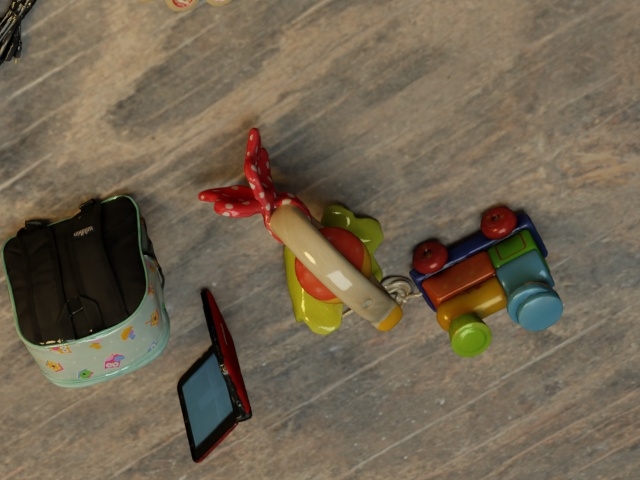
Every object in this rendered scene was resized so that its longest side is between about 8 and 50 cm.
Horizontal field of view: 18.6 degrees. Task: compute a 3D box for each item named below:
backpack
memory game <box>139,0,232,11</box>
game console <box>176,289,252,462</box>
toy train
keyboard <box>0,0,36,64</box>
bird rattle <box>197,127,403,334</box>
[{"bbox_3d":[-0.241,0.068,2.054,0.165,0.188,0.144,-18,129,-1],"label":"backpack"},{"bbox_3d":[-0.127,-0.304,1.911,0.186,0.012,0.186,-7,128,-9],"label":"memory game"},{"bbox_3d":[-0.132,0.150,2.172,0.085,0.144,0.124,-21,129,1],"label":"game console"},{"bbox_3d":[0.148,0.078,2.187,0.248,0.143,0.105,-27,128,7],"label":"toy train"},{"bbox_3d":[-0.341,-0.271,1.873,0.201,0.033,0.317,22,120,-27],"label":"keyboard"},{"bbox_3d":[0.000,0.000,2.067,0.143,0.207,0.253,-41,137,-4],"label":"bird rattle"}]
